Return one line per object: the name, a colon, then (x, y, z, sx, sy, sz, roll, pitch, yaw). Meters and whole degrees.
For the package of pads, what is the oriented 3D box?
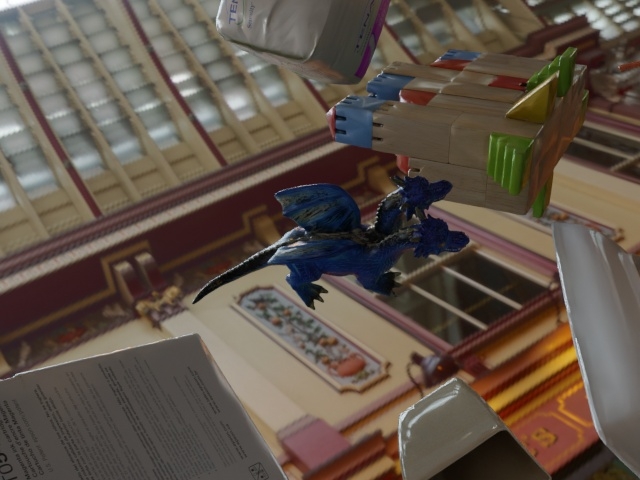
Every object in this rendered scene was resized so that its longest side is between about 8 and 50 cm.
package of pads: (0.019, -0.294, 0.786, 0.229, 0.101, 0.297, -19, -53, -75)

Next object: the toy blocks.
toy blocks: (0.177, -0.157, 1.133, 0.381, 0.260, 0.191, -44, -39, -52)

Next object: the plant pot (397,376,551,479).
plant pot: (0.134, 0.199, 0.843, 0.109, 0.096, 0.109, -37, -53, 8)

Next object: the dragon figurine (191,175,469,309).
dragon figurine: (0.000, 0.000, 0.851, 0.144, 0.289, 0.085, 64, -153, -60)

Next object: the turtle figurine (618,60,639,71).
turtle figurine: (0.580, -0.208, 1.359, 0.217, 0.269, 0.087, -41, -36, -55)

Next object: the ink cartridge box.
ink cartridge box: (-0.161, 0.259, 0.853, 0.071, 0.324, 0.330, -44, -20, 29)

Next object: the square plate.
square plate: (0.315, 0.146, 0.641, 0.347, 0.344, 0.049, 41, -68, -7)
